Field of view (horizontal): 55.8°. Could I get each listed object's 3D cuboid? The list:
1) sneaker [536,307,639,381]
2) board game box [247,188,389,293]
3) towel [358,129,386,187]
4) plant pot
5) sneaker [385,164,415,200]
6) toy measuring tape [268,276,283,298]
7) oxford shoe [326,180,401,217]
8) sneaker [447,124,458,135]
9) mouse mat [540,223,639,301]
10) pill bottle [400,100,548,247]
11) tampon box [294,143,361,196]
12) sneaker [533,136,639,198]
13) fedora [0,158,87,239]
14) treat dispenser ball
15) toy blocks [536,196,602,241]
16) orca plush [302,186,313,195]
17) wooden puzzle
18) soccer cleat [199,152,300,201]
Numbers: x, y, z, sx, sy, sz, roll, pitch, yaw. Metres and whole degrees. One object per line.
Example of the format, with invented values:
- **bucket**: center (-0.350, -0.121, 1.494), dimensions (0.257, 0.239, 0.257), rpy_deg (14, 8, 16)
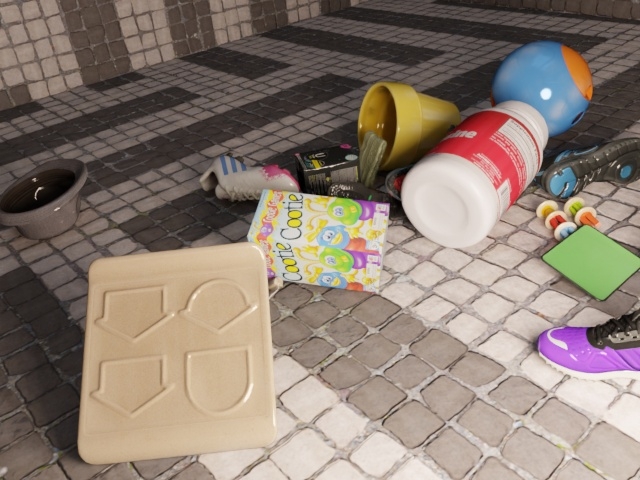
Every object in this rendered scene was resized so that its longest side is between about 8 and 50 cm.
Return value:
- **sneaker**: center (0.518, 0.159, 1.003), dimensions (0.294, 0.146, 0.102), rpy_deg (6, 34, 19)
- **board game box**: center (0.000, 0.000, 1.296), dimensions (0.276, 0.142, 0.144), rpy_deg (7, 51, 8)
- **towel**: center (0.136, -0.228, 1.703), dimensions (0.027, 0.148, 0.110), rpy_deg (8, 24, -28)
- **plant pot**: center (0.266, -0.325, 1.755), dimensions (0.239, 0.253, 0.254), rpy_deg (-1, 29, -22)
- **sneaker**: center (0.237, -0.141, 1.563), dimensions (0.125, 0.104, 0.262), rpy_deg (7, 8, 43)
- **toy measuring tape**: center (-0.207, 0.138, 1.200), dimensions (0.122, 0.121, 0.330), rpy_deg (14, 38, 30)
- **oxford shoe**: center (0.092, -0.102, 1.517), dimensions (0.227, 0.082, 0.096), rpy_deg (12, 7, -41)
- **sneaker**: center (0.458, -0.254, 1.723), dimensions (0.276, 0.135, 0.098), rpy_deg (-4, 10, -42)
- **mouse mat**: center (0.574, 0.042, 1.270), dimensions (0.190, 0.007, 0.153), rpy_deg (-28, 55, -32)
- **pill bottle**: center (0.390, -0.178, 1.461), dimensions (0.229, 0.228, 0.408), rpy_deg (18, 44, 34)
- **tampon box**: center (0.022, -0.191, 1.696), dimensions (0.161, 0.101, 0.120), rpy_deg (-13, 33, -9)
- **sneaker**: center (0.710, -0.209, 1.575), dimensions (0.341, 0.125, 0.139), rpy_deg (-12, 28, -12)
- **fedora**: center (-0.754, -0.100, 1.679), dimensions (0.244, 0.124, 0.275), rpy_deg (2, 42, 18)
- **treat dispenser ball**: center (0.657, -0.448, 1.808), dimensions (0.288, 0.288, 0.288), rpy_deg (-5, 32, 3)
- **toy blocks**: center (0.587, -0.040, 1.394), dimensions (0.123, 0.054, 0.148), rpy_deg (-7, 34, -4)
- **orca plush**: center (-0.014, -0.091, 1.505), dimensions (0.151, 0.102, 0.287), rpy_deg (-9, 22, -7)
- **wooden puzzle**: center (-0.242, 0.190, 1.044), dimensions (0.322, 0.080, 0.347), rpy_deg (-7, 70, 1)
- **soccer cleat**: center (-0.203, -0.149, 1.687), dimensions (0.331, 0.116, 0.143), rpy_deg (20, 56, 39)
